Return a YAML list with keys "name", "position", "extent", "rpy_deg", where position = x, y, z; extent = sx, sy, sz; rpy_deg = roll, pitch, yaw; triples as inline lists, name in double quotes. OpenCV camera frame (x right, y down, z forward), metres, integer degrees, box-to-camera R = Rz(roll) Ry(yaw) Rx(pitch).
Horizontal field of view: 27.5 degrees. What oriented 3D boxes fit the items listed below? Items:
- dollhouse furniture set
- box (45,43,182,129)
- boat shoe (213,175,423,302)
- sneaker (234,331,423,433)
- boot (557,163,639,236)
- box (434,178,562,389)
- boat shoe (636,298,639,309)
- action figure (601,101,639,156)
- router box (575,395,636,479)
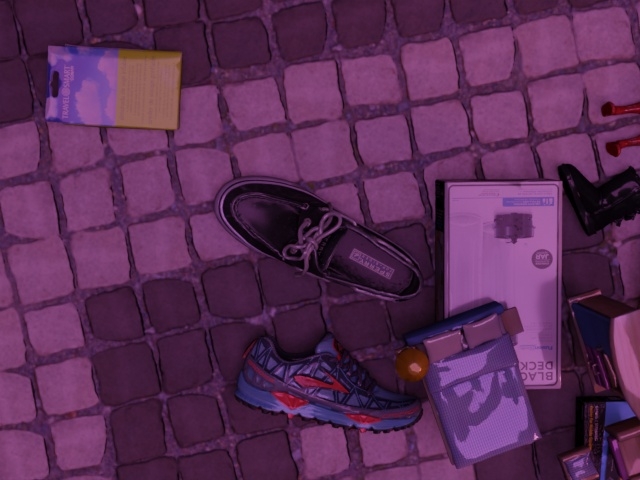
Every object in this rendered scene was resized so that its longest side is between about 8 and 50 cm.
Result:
- name: "dollhouse furniture set"
  position: [0.276, 0.227, 1.683]
  extent: [0.303, 0.198, 0.286]
  rpy_deg: [-18, 96, -3]
- name: "box"
  position: [-0.278, -0.207, 1.771]
  extent: [0.178, 0.042, 0.109]
  rpy_deg: [3, 94, -4]
- name: "boat shoe"
  position: [-0.002, 0.004, 1.778]
  extent: [0.306, 0.105, 0.113]
  rpy_deg: [30, 92, -6]
- name: "sneaker"
  position: [0.019, 0.191, 1.798]
  extent: [0.262, 0.104, 0.125]
  rpy_deg: [11, 92, -5]
- name: "boot"
  position: [0.398, -0.072, 1.831]
  extent: [0.099, 0.045, 0.121]
  rpy_deg: [-27, 103, 1]
- name: "box"
  position: [0.246, 0.059, 1.810]
  extent: [0.169, 0.087, 0.289]
  rpy_deg: [0, 95, -4]
- name: "boat shoe"
  position: [0.514, 0.052, 1.807]
  extent: [0.132, 0.130, 0.355]
  rpy_deg: [7, 94, -5]
- name: "action figure"
  position: [0.544, -0.171, 1.791]
  extent: [0.280, 0.139, 0.091]
  rpy_deg: [-10, 97, -6]
- name: "router box"
  position: [0.432, 0.312, 1.866]
  extent: [0.133, 0.046, 0.178]
  rpy_deg: [0, 95, -5]
